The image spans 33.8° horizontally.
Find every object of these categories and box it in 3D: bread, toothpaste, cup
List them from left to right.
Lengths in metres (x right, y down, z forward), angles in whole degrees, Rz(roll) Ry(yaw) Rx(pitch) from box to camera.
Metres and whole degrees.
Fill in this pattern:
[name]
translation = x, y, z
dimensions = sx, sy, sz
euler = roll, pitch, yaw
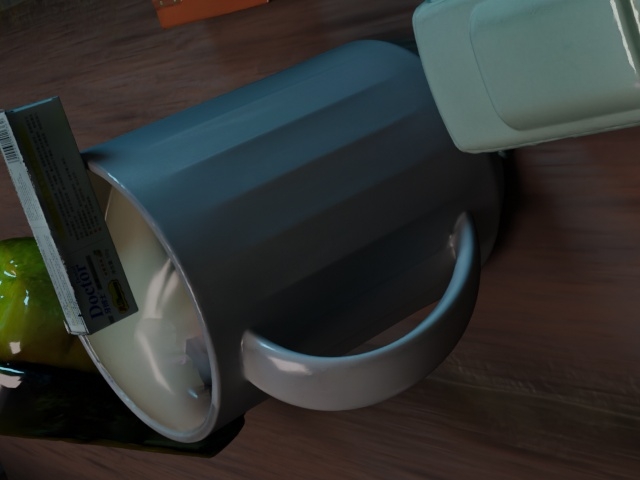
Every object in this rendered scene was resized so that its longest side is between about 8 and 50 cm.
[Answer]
[toothpaste]
translation = -0.177, -0.017, 0.726
dimensions = 0.034, 0.046, 0.164
euler = -4, 109, 52
[bread]
translation = -0.233, 0.111, 1.209
dimensions = 0.251, 0.376, 0.208
euler = 46, 118, 52
[cup]
translation = 0.000, 0.000, 0.836
dimensions = 0.323, 0.327, 0.237
euler = 30, 134, 41

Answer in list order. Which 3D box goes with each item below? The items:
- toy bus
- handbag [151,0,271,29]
[toy bus]
translation = 0.177, -0.133, 0.649
dimensions = 0.271, 0.164, 0.133
euler = -6, 108, 55
[handbag]
translation = -0.110, -0.284, 1.030
dimensions = 0.190, 0.063, 0.127
euler = 3, 116, 50
